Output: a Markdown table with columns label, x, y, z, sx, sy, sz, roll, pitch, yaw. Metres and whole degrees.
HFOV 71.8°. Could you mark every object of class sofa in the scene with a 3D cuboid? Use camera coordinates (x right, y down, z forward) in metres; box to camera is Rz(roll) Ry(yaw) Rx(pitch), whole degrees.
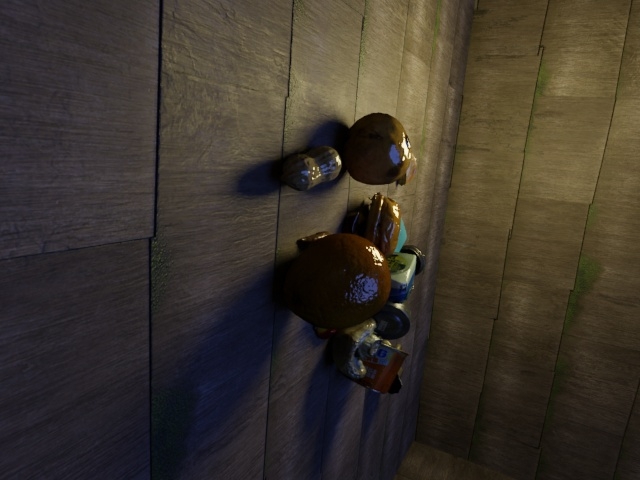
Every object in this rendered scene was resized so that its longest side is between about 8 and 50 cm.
| label | x | y | z | sx | sy | sz | roll | pitch | yaw |
| --- | --- | --- | --- | --- | --- | --- | --- | --- | --- |
| sofa | 0.423 | 0.740 | 2.576 | 0.200 | 0.182 | 0.258 | -52 | 142 | -44 |

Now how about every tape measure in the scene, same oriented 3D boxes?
| label | x | y | z | sx | sy | sz | roll | pitch | yaw |
| --- | --- | --- | --- | --- | --- | --- | --- | --- | --- |
| tape measure | 0.304 | 0.148 | 2.033 | 0.259 | 0.262 | 0.138 | -46 | 147 | -58 |

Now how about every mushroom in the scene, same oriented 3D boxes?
| label | x | y | z | sx | sy | sz | roll | pitch | yaw |
| --- | --- | --- | --- | --- | --- | --- | --- | --- | --- |
| mushroom | 0.133 | 0.445 | 1.906 | 0.164 | 0.190 | 0.266 | 18 | 97 | -43 |

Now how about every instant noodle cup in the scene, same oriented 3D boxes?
| label | x | y | z | sx | sy | sz | roll | pitch | yaw |
| --- | --- | --- | --- | --- | --- | --- | --- | --- | --- |
| instant noodle cup | 0.244 | 0.572 | 2.072 | 0.213 | 0.297 | 0.296 | -66 | 152 | -8 |

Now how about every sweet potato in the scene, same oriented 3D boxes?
| label | x | y | z | sx | sy | sz | roll | pitch | yaw |
| --- | --- | --- | --- | --- | --- | --- | --- | --- | --- |
| sweet potato | 0.001 | -0.006 | 1.601 | 0.226 | 0.068 | 0.068 | 12 | 88 | -50 |

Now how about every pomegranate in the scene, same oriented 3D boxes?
| label | x | y | z | sx | sy | sz | roll | pitch | yaw |
| --- | --- | --- | --- | --- | --- | --- | --- | --- | --- |
| pomegranate | 0.217 | -0.339 | 1.686 | 0.281 | 0.281 | 0.281 | -33 | 128 | -56 |

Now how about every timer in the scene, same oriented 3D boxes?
| label | x | y | z | sx | sy | sz | roll | pitch | yaw |
| --- | --- | --- | --- | --- | --- | --- | --- | --- | --- |
| timer | 0.358 | -0.062 | 2.259 | 0.232 | 0.091 | 0.249 | -51 | 138 | -43 |

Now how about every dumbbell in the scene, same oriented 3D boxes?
| label | x | y | z | sx | sy | sz | roll | pitch | yaw |
| --- | --- | --- | --- | --- | --- | --- | --- | --- | --- |
| dumbbell | 0.448 | 0.137 | 2.401 | 0.388 | 0.185 | 0.185 | -23 | 120 | -60 |

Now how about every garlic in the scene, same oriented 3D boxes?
| label | x | y | z | sx | sy | sz | roll | pitch | yaw |
| --- | --- | --- | --- | --- | --- | --- | --- | --- | --- |
| garlic | 0.461 | -0.394 | 2.346 | 0.101 | 0.087 | 0.195 | -24 | 124 | -44 |

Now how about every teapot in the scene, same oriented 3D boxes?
| label | x | y | z | sx | sy | sz | roll | pitch | yaw |
| --- | --- | --- | --- | --- | --- | --- | --- | --- | --- |
| teapot | 0.305 | 0.319 | 2.221 | 0.239 | 0.322 | 0.239 | -47 | -167 | 34 |

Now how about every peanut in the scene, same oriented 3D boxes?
| label | x | y | z | sx | sy | sz | roll | pitch | yaw |
| --- | --- | --- | --- | --- | --- | --- | --- | --- | --- |
| peanut | -0.023 | -0.227 | 1.383 | 0.120 | 0.136 | 0.298 | 60 | 37 | -4 |

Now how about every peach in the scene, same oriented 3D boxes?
| label | x | y | z | sx | sy | sz | roll | pitch | yaw |
| --- | --- | --- | --- | --- | --- | --- | --- | --- | --- |
| peach | 0.062 | 0.312 | 1.832 | 0.279 | 0.068 | 0.188 | -24 | 122 | -59 |

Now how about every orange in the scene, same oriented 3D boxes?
| label | x | y | z | sx | sy | sz | roll | pitch | yaw |
| --- | --- | --- | --- | --- | --- | --- | --- | --- | --- |
| orange | 0.053 | 0.138 | 1.470 | 0.357 | 0.322 | 0.322 | -22 | 123 | -28 |

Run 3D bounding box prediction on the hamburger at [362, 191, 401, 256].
| label | x | y | z | sx | sy | sz | roll | pitch | yaw |
| --- | --- | --- | --- | --- | --- | --- | --- | --- | --- |
| hamburger | 0.268 | -0.066 | 1.937 | 0.318 | 0.158 | 0.318 | 6 | 90 | -84 |

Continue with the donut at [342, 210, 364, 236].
| label | x | y | z | sx | sy | sz | roll | pitch | yaw |
| --- | --- | --- | --- | --- | --- | --- | --- | --- | --- |
| donut | 0.140 | -0.057 | 1.855 | 0.140 | 0.059 | 0.140 | -32 | 127 | -57 |
